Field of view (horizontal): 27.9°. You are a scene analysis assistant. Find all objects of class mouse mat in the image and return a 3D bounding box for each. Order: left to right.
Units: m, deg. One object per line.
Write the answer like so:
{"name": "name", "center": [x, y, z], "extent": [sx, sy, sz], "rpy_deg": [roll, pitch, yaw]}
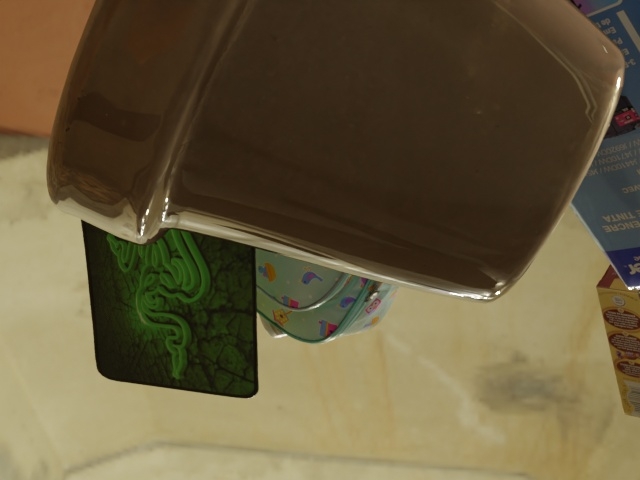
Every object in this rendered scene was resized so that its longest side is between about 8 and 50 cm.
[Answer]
{"name": "mouse mat", "center": [-0.129, 0.056, 1.116], "extent": [0.153, 0.007, 0.189], "rpy_deg": [6, -58, 9]}

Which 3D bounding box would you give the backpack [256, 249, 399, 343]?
{"name": "backpack", "center": [0.000, 0.000, 1.182], "extent": [0.166, 0.144, 0.188], "rpy_deg": [35, -59, 23]}

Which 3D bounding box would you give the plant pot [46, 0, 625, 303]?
{"name": "plant pot", "center": [0.020, -0.081, 0.664], "extent": [0.229, 0.263, 0.263], "rpy_deg": [28, -34, -1]}

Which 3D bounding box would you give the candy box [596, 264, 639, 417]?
{"name": "candy box", "center": [0.352, 0.089, 1.376], "extent": [0.053, 0.109, 0.186], "rpy_deg": [7, -48, 37]}

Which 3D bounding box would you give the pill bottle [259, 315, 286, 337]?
{"name": "pill bottle", "center": [-0.002, 0.054, 1.318], "extent": [0.120, 0.067, 0.067], "rpy_deg": [-16, -36, 12]}

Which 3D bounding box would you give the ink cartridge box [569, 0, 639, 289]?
{"name": "ink cartridge box", "center": [0.265, -0.152, 1.010], "extent": [0.151, 0.270, 0.395], "rpy_deg": [-15, -51, 39]}
